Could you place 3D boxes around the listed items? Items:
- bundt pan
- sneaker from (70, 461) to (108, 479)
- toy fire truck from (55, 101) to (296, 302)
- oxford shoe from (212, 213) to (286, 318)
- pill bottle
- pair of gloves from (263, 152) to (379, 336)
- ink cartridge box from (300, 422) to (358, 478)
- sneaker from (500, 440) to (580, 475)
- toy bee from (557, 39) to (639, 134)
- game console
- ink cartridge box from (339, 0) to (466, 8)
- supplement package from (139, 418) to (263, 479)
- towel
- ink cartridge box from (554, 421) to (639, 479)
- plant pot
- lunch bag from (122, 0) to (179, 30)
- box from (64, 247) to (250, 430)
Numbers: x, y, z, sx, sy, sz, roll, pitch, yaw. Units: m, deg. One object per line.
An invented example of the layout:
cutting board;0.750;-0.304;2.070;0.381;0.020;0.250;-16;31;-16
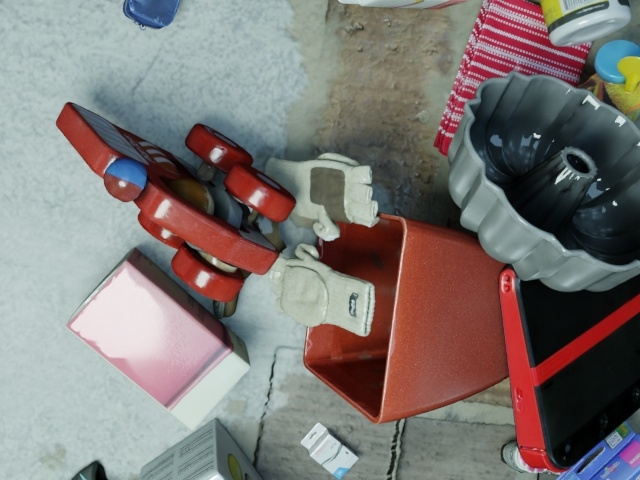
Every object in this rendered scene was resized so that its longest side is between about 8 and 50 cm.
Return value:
bundt pan;0.313;-0.067;0.964;0.331;0.124;0.330;11;52;-15
sneaker;-0.284;0.441;1.071;0.267;0.101;0.106;33;75;11
toy fire truck;-0.195;-0.063;0.938;0.254;0.302;0.169;24;105;-46
oxford shoe;-0.101;0.019;1.084;0.096;0.083;0.227;20;95;-15
pill bottle;0.381;-0.410;1.077;0.119;0.119;0.208;-12;87;-8
pair of gloves;0.000;0.000;0.988;0.042;0.204;0.240;-5;97;-47
ink cartridge box;0.014;0.342;1.169;0.083;0.028;0.048;41;89;-11
sneaker;0.371;0.366;1.217;0.170;0.075;0.063;14;77;-32
toy bee;0.489;-0.239;1.086;0.162;0.195;0.298;42;103;24
game console;0.418;0.136;1.103;0.387;0.060;0.341;-23;106;-34
ink cartridge box;0.118;-0.400;1.035;0.198;0.067;0.115;-11;100;-33
supplement package;-0.158;0.411;1.061;0.149;0.203;0.194;-35;102;-3
towel;0.311;-0.240;1.143;0.199;0.031;0.274;18;94;-12
ink cartridge box;0.534;0.461;1.223;0.186;0.065;0.311;-42;111;-3
plant pot;0.144;0.095;1.054;0.236;0.267;0.267;5;96;-23
lunch bag;-0.239;-0.348;1.024;0.067;0.065;0.098;21;92;-27
box;-0.230;0.137;1.043;0.232;0.148;0.127;43;88;-12
